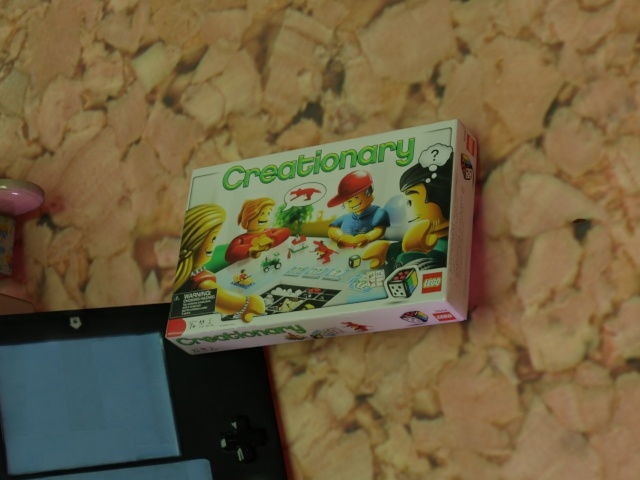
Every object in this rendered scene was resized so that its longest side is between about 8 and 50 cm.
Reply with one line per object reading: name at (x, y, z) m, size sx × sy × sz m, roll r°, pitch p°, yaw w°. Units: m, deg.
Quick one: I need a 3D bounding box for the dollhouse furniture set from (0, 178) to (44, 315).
dollhouse furniture set at (-0.451, 0.066, 1.524) m, size 0.256 × 0.394 × 0.362 m, roll -18°, pitch 61°, yaw 43°

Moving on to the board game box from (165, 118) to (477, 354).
board game box at (0.000, 0.000, 1.441) m, size 0.305 × 0.053 × 0.193 m, roll -9°, pitch 59°, yaw 27°

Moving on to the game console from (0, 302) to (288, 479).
game console at (-0.217, 0.228, 1.422) m, size 0.060 × 0.386 × 0.342 m, roll 142°, pitch 122°, yaw -61°
